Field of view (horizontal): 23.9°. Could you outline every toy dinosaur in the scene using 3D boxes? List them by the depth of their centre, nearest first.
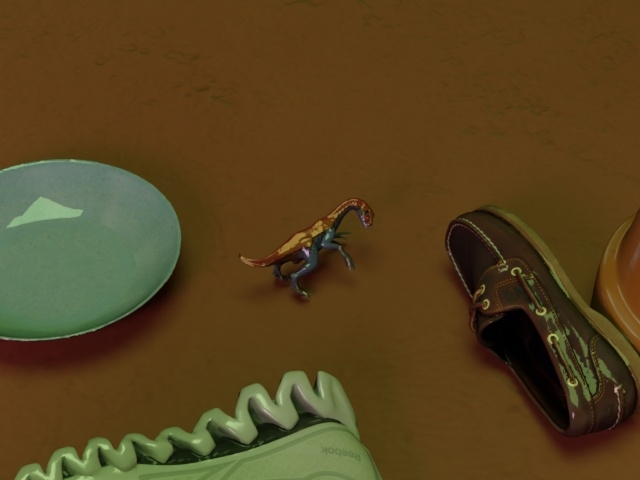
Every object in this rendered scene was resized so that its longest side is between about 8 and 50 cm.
[{"bbox_3d":[0.000,0.000,1.112,0.047,0.090,0.082,35,97,44],"label":"toy dinosaur"}]

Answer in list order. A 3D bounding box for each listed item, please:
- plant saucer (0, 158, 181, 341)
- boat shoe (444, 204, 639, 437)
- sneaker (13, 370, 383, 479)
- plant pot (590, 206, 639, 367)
[{"bbox_3d":[-0.199,0.015,1.119,0.195,0.037,0.195,1,42,0],"label":"plant saucer"},{"bbox_3d":[0.142,0.052,1.053,0.073,0.073,0.207,-19,46,-23],"label":"boat shoe"},{"bbox_3d":[-0.092,0.177,0.904,0.292,0.110,0.118,-20,55,-20],"label":"sneaker"},{"bbox_3d":[0.296,0.002,1.024,0.205,0.188,0.205,0,43,0],"label":"plant pot"}]
